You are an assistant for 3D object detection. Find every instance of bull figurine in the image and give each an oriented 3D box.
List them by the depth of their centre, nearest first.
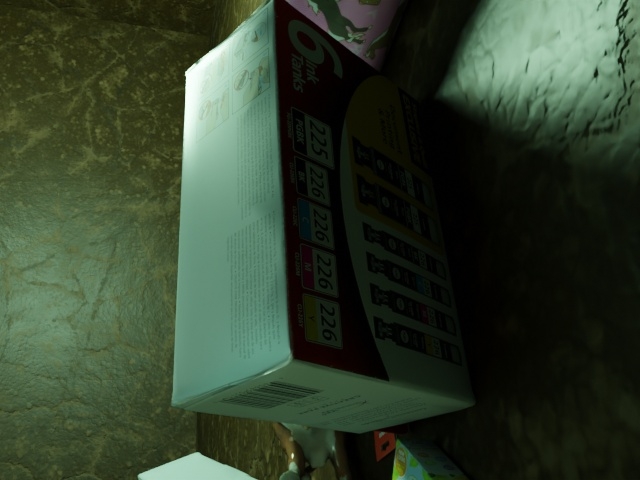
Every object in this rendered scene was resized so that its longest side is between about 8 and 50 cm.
[{"bbox_3d":[-0.029,0.150,0.704,0.188,0.101,0.311,-105,-3,-67],"label":"bull figurine"}]

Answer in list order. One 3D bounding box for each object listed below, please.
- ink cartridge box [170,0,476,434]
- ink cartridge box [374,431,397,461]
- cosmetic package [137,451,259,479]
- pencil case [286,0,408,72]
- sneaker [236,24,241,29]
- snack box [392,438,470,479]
[{"bbox_3d":[0.022,-0.003,0.549,0.130,0.271,0.310,-27,55,36],"label":"ink cartridge box"},{"bbox_3d":[0.051,0.173,0.671,0.063,0.029,0.115,115,154,-53],"label":"ink cartridge box"},{"bbox_3d":[-0.092,0.459,0.708,0.284,0.097,0.378,-17,86,61],"label":"cosmetic package"},{"bbox_3d":[0.037,-0.330,0.620,0.160,0.167,0.386,-53,-10,-41],"label":"pencil case"},{"bbox_3d":[-0.126,-0.385,1.359,0.297,0.110,0.130,145,111,-75],"label":"sneaker"},{"bbox_3d":[0.087,0.250,0.508,0.100,0.037,0.141,-153,68,-72],"label":"snack box"}]
